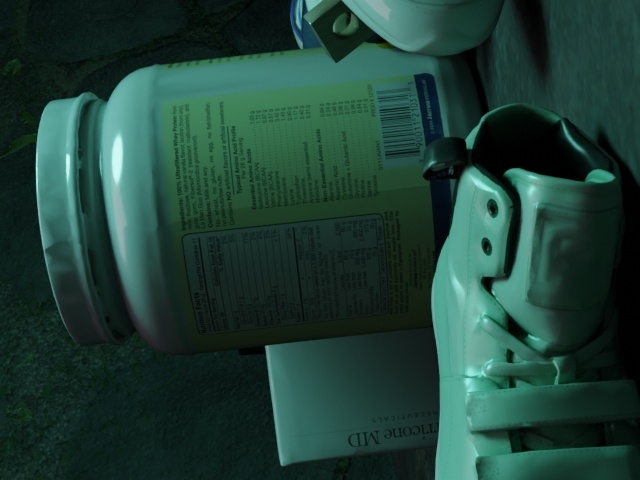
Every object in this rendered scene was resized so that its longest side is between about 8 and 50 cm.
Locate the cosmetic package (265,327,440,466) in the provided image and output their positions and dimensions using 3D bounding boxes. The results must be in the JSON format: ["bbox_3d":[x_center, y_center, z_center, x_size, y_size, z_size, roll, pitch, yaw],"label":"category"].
[{"bbox_3d":[0.031,0.026,1.058,0.155,0.197,0.365,147,115,-88],"label":"cosmetic package"}]

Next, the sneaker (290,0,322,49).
[{"bbox_3d":[0.035,-0.310,1.219,0.322,0.130,0.236,-90,6,-48],"label":"sneaker"}]

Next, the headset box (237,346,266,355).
[{"bbox_3d":[0.000,0.000,1.290,0.283,0.246,0.131,86,178,-49],"label":"headset box"}]

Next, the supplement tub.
[{"bbox_3d":[-0.040,-0.032,0.837,0.235,0.325,0.235,174,90,-90],"label":"supplement tub"}]

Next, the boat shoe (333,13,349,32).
[{"bbox_3d":[0.054,-0.316,1.001,0.112,0.096,0.335,89,180,-52],"label":"boat shoe"}]

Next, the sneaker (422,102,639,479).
[{"bbox_3d":[0.093,0.056,0.435,0.151,0.094,0.256,89,174,-48],"label":"sneaker"}]

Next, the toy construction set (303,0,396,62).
[{"bbox_3d":[-0.043,-0.237,0.722,0.257,0.309,0.237,91,154,-45],"label":"toy construction set"}]

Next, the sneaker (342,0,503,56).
[{"bbox_3d":[0.043,-0.253,0.576,0.152,0.114,0.305,84,180,-77],"label":"sneaker"}]
